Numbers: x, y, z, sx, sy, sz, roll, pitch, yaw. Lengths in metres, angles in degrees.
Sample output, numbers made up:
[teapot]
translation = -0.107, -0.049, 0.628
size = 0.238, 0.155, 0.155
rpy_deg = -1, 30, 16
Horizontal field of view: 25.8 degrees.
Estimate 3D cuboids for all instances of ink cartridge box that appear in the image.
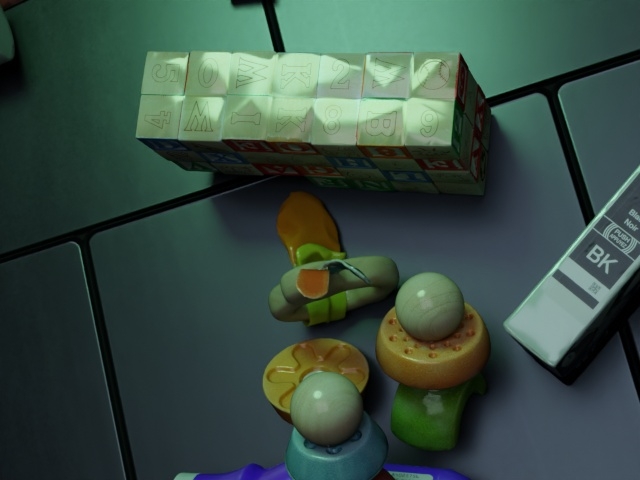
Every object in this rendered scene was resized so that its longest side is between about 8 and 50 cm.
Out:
[ink cartridge box]
translation = 0.295, -0.022, 1.219
size = 0.065, 0.165, 0.332
rpy_deg = 39, 91, 19

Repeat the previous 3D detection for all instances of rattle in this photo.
[rattle]
translation = 0.000, 0.000, 1.275
size = 0.130, 0.200, 0.142
rpy_deg = -2, 77, 15

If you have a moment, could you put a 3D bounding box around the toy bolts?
[toy bolts]
translation = 0.021, 0.125, 1.216
size = 0.218, 0.158, 0.228
rpy_deg = 10, 43, 24

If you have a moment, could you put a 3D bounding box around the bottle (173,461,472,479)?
[bottle]
translation = 0.001, 0.257, 1.275
size = 0.283, 0.092, 0.118
rpy_deg = 2, 74, 16

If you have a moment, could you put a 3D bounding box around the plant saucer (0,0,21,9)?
[plant saucer]
translation = -0.461, -0.345, 1.557
size = 0.258, 0.048, 0.259
rpy_deg = -22, 72, 9

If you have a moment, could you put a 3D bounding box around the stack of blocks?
[stack of blocks]
translation = -0.001, -0.110, 1.315
size = 0.297, 0.171, 0.087
rpy_deg = 3, 79, 17

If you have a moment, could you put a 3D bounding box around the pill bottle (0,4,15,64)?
[pill bottle]
translation = -0.437, -0.195, 1.478
size = 0.208, 0.117, 0.117
rpy_deg = -19, 74, 8
